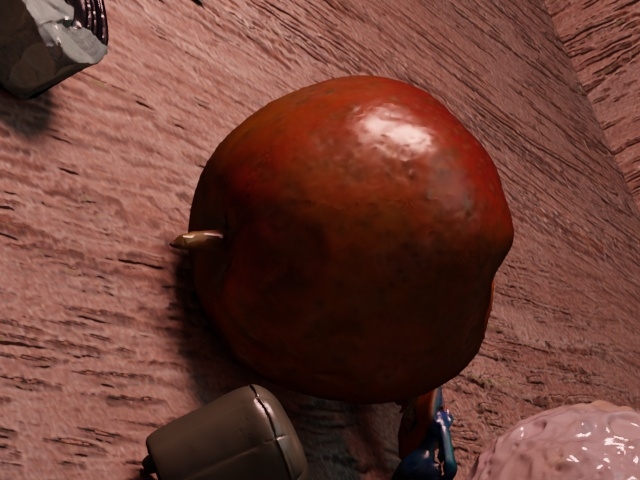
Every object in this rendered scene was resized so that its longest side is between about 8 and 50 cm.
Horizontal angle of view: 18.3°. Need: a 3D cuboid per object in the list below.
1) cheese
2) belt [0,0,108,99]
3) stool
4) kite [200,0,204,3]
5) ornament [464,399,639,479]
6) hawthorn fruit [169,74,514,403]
[{"bbox_3d":[0.087,0.084,1.840,0.129,0.217,0.329,4,64,-16],"label":"cheese"},{"bbox_3d":[-0.237,-0.205,1.567,0.151,0.078,0.198,36,33,-53],"label":"belt"},{"bbox_3d":[-0.068,0.161,1.418,0.096,0.110,0.096,159,-90,-83],"label":"stool"},{"bbox_3d":[-0.179,-0.306,1.940,0.127,0.016,0.229,64,19,17],"label":"kite"},{"bbox_3d":[0.252,0.282,1.829,0.259,0.259,0.225,43,33,-40],"label":"ornament"},{"bbox_3d":[0.000,0.000,1.644,0.298,0.277,0.277,-4,62,-34],"label":"hawthorn fruit"}]
